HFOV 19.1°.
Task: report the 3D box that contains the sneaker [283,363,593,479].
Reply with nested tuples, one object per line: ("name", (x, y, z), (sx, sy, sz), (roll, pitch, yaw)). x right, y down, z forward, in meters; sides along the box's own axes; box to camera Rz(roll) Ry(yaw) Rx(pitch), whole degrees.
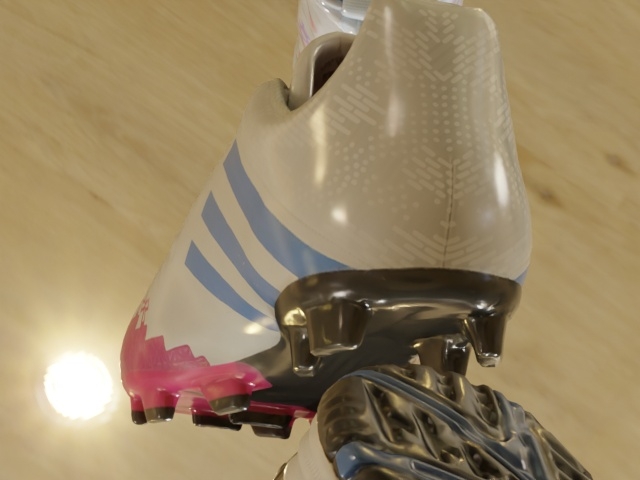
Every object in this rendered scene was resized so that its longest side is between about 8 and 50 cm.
("sneaker", (0.055, 0.123, 0.351), (0.080, 0.211, 0.081), (-1, -44, -47))

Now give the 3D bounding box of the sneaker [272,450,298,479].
("sneaker", (0.017, 0.113, 0.904), (0.084, 0.234, 0.097), (18, -119, -19))

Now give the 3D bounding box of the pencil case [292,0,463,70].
("pencil case", (0.035, -0.152, 1.252), (0.113, 0.273, 0.124), (26, -103, 6))

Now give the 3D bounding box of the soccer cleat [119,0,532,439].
("soccer cleat", (0.000, 0.000, 0.788), (0.116, 0.331, 0.143), (8, -105, -19))
